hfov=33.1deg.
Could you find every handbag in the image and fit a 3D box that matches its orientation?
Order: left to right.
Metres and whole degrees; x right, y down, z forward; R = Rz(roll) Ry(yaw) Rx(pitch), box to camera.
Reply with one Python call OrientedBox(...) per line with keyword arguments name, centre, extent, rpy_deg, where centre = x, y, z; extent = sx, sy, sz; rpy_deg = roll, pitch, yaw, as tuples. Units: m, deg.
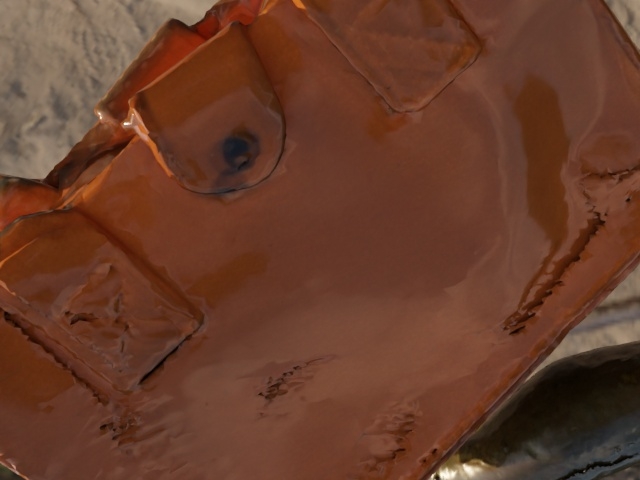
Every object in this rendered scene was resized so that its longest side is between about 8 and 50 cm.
OrientedBox(name="handbag", centre=(0.000, 0.000, 0.623), extent=(0.410, 0.116, 0.303), rpy_deg=(-45, 119, 0))

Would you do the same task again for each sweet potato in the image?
OrientedBox(name="sweet potato", centre=(0.195, 0.114, 0.741), extent=(0.286, 0.112, 0.085), rpy_deg=(-24, 83, 5))
